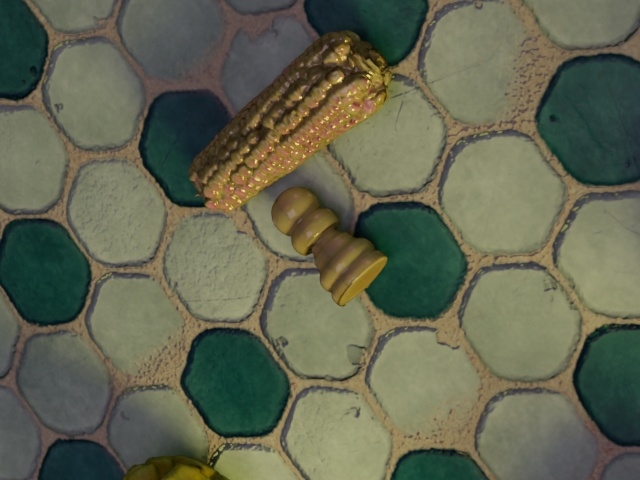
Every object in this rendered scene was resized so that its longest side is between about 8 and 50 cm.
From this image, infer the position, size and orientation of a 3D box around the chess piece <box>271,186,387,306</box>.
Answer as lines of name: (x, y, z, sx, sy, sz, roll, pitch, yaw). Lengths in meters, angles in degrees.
chess piece: (0.000, 0.000, 1.945, 0.170, 0.094, 0.094, 44, 114, 12)

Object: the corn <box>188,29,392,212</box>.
corn: (-0.049, -0.157, 1.919, 0.335, 0.126, 0.126, -35, 87, 29)

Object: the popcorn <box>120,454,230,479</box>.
popcorn: (-0.204, 0.449, 2.052, 0.224, 0.270, 0.258, -15, 140, 28)
